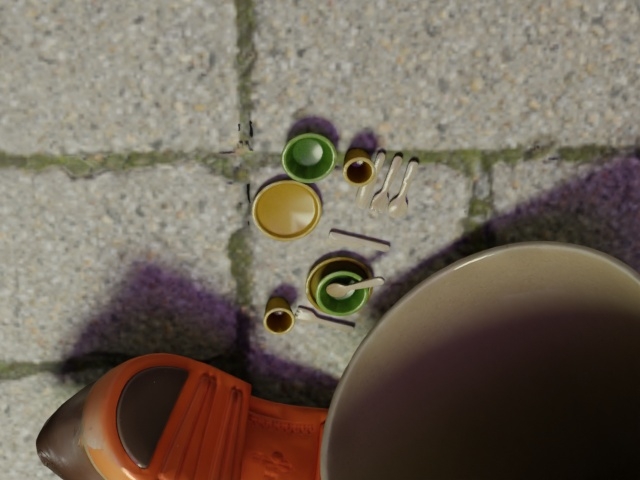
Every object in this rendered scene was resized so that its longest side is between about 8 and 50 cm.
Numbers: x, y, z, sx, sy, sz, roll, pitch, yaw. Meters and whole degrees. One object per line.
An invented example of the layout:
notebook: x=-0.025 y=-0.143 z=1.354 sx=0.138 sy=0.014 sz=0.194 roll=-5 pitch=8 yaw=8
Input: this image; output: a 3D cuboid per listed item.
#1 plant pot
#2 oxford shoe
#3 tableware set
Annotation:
plant pot: x=0.180 y=0.179 z=1.099 sx=0.256 sy=0.256 sz=0.274 roll=-32 pitch=134 yaw=13
oxford shoe: x=-0.036 y=0.186 z=1.158 sx=0.364 sy=0.130 sz=0.133 roll=31 pitch=146 yaw=-28
tableware set: x=0.000 y=0.000 z=1.085 sx=0.104 sy=0.024 sz=0.154 roll=15 pitch=118 yaw=-13
